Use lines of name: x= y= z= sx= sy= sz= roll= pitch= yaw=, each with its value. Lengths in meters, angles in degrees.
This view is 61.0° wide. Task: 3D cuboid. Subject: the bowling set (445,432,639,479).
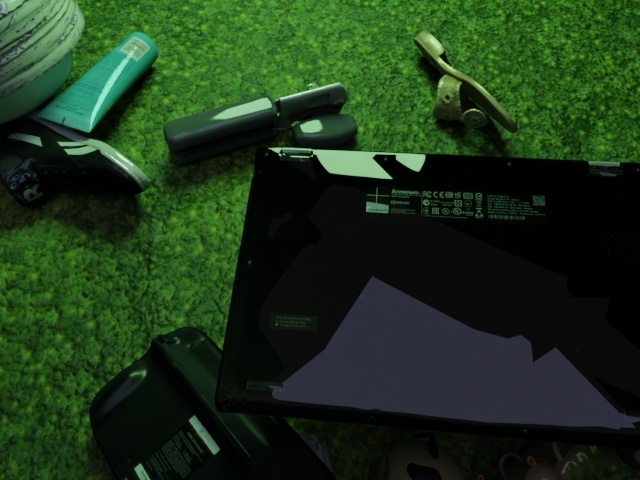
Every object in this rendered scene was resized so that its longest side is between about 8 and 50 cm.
bowling set: x=0.220 y=0.179 z=0.545 sx=0.154 sy=0.200 sz=0.287 roll=-25 pitch=97 yaw=-13

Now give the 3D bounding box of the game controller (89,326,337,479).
game controller: x=-0.124 y=0.216 z=0.559 sx=0.166 sy=0.067 sz=0.319 roll=-46 pitch=47 yaw=-11

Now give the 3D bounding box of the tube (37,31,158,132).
tube: x=-0.310 y=-0.229 z=0.786 sx=0.080 sy=0.052 sz=0.207 roll=15 pitch=50 yaw=13

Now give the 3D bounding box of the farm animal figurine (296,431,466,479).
farm animal figurine: x=0.106 y=0.346 z=0.516 sx=0.330 sy=0.172 sz=0.326 roll=-1 pitch=64 yaw=-5

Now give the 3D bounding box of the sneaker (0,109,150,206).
sneaker: x=-0.346 y=-0.083 z=0.736 sx=0.217 sy=0.079 sz=0.121 roll=26 pitch=69 yaw=16

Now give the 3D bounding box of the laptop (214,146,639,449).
laptop: x=0.126 y=0.014 z=0.612 sx=0.382 sy=0.236 sz=0.407 roll=3 pitch=65 yaw=6

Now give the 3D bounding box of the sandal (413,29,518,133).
sandal: x=0.204 y=-0.227 z=0.857 sx=0.079 sy=0.088 sz=0.240 roll=-39 pitch=63 yaw=13

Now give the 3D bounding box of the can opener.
can opener: x=-0.082 y=-0.166 z=0.790 sx=0.280 sy=0.074 sz=0.093 roll=-15 pitch=66 yaw=-11

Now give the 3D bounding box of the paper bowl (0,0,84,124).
paper bowl: x=-0.463 y=-0.265 z=0.738 sx=0.284 sy=0.148 sz=0.284 roll=-8 pitch=51 yaw=9
